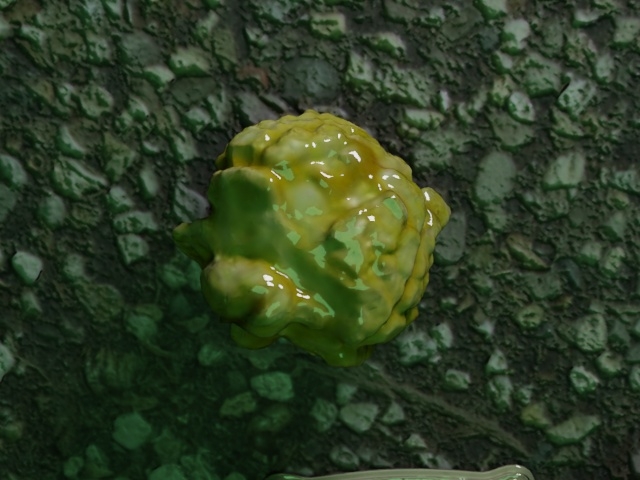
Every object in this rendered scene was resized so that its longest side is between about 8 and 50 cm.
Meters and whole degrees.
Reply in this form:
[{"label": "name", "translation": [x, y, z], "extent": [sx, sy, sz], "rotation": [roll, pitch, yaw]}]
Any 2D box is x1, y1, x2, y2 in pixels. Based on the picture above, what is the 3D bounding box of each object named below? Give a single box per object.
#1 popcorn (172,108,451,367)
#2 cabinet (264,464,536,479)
[{"label": "popcorn", "translation": [0.000, 0.000, 1.629], "extent": [0.255, 0.195, 0.256], "rotation": [-24, 105, -1]}, {"label": "cabinet", "translation": [0.078, 0.385, 1.664], "extent": [0.289, 0.318, 0.228], "rotation": [-2, 106, 4]}]
